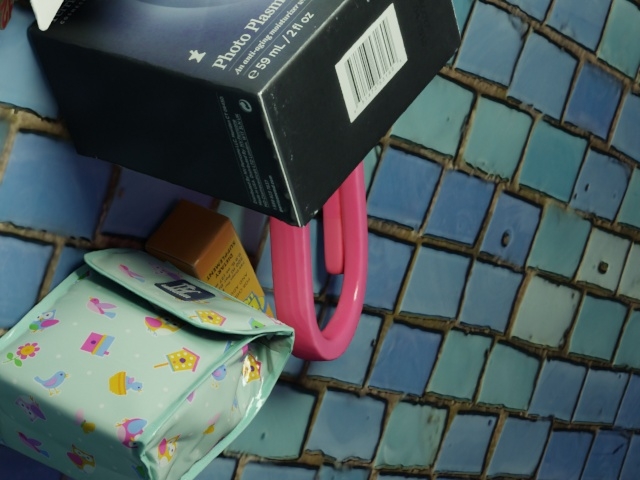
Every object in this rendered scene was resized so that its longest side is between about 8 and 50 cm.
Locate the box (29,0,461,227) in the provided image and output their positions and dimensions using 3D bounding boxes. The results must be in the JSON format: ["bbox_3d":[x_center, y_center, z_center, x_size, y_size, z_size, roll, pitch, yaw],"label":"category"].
[{"bbox_3d":[-0.072,-0.201,1.953,0.296,0.294,0.183,-50,140,-31],"label":"box"}]

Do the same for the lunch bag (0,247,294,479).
[{"bbox_3d":[-0.181,0.124,2.025,0.262,0.223,0.160,-45,148,-35],"label":"lunch bag"}]

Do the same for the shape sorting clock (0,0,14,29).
[{"bbox_3d":[-0.285,-0.269,1.751,0.206,0.040,0.206,15,90,-87],"label":"shape sorting clock"}]

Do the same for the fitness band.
[{"bbox_3d":[0.000,0.000,2.335,0.209,0.054,0.291,-47,136,-62],"label":"fitness band"}]

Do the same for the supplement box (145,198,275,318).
[{"bbox_3d":[-0.116,0.059,2.231,0.078,0.080,0.233,-54,148,-24],"label":"supplement box"}]

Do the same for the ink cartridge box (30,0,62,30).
[{"bbox_3d":[-0.163,-0.366,1.804,0.353,0.119,0.207,-66,153,-42],"label":"ink cartridge box"}]
